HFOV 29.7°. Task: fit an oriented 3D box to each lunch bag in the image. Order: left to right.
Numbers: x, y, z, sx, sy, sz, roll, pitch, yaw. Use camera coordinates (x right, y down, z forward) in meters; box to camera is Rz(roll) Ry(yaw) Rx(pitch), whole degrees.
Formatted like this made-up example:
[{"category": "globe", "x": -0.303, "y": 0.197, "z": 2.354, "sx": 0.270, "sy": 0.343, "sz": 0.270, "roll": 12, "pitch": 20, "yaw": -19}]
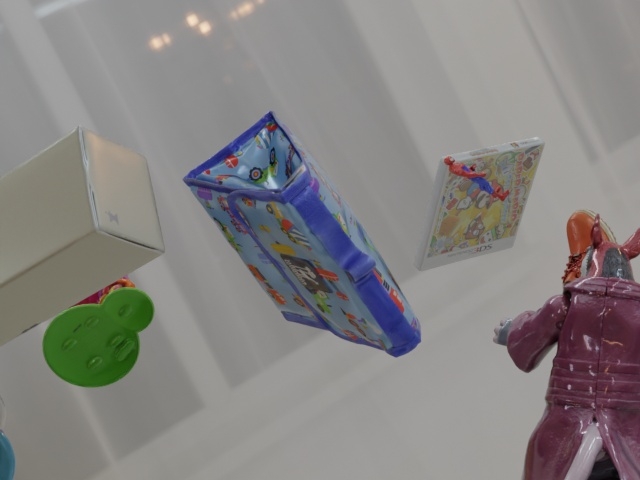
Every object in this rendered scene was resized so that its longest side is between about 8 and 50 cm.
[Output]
[{"category": "lunch bag", "x": 0.000, "y": 0.000, "z": 1.291, "sx": 0.138, "sy": 0.221, "sz": 0.293, "roll": -38, "pitch": 21, "yaw": -9}]

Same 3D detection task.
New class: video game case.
[{"category": "video game case", "x": 0.267, "y": -0.060, "z": 2.036, "sx": 0.206, "sy": 0.227, "sz": 0.026, "roll": -13, "pitch": 43, "yaw": -29}]

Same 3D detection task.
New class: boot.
[{"category": "boot", "x": 0.338, "y": 0.031, "z": 1.536, "sx": 0.084, "sy": 0.158, "sz": 0.059, "roll": 3, "pitch": -25, "yaw": -38}]

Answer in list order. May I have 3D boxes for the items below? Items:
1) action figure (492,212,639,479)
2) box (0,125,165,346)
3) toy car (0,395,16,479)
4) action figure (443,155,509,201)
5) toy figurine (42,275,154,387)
[{"category": "action figure", "x": 0.258, "y": 0.151, "z": 1.172, "sx": 0.248, "sy": 0.370, "sz": 0.276, "roll": 0, "pitch": -10, "yaw": 23}, {"category": "box", "x": -0.280, "y": 0.014, "z": 1.106, "sx": 0.275, "sy": 0.113, "sz": 0.094, "roll": -27, "pitch": -28, "yaw": 25}, {"category": "toy car", "x": -0.394, "y": 0.219, "z": 1.272, "sx": 0.182, "sy": 0.136, "sz": 0.159, "roll": 19, "pitch": 79, "yaw": 38}, {"category": "action figure", "x": 0.223, "y": -0.093, "z": 1.749, "sx": 0.030, "sy": 0.115, "sz": 0.038, "roll": -61, "pitch": 29, "yaw": 8}, {"category": "toy figurine", "x": -0.302, "y": 0.094, "z": 1.680, "sx": 0.173, "sy": 0.130, "sz": 0.159, "roll": -45, "pitch": 24, "yaw": 14}]
